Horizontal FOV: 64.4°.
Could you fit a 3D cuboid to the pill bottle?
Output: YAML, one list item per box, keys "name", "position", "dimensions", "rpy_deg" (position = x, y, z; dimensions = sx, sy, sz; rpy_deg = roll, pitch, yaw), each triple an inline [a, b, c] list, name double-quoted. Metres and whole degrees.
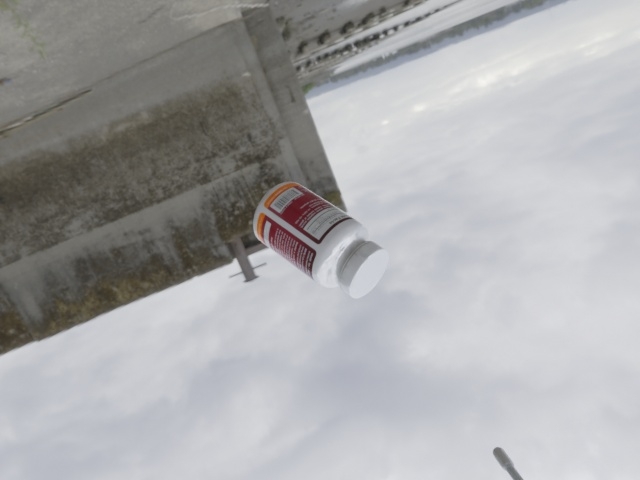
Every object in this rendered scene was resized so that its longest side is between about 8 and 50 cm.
- name: "pill bottle"
  position: [0.000, 0.000, 0.587]
  dimensions: [0.152, 0.086, 0.086]
  rpy_deg: [35, -129, 30]

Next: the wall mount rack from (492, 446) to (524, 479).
- name: "wall mount rack"
  position: [0.204, 0.360, 0.590]
  dimensions: [0.350, 0.130, 0.304]
  rpy_deg: [-16, 167, -10]
